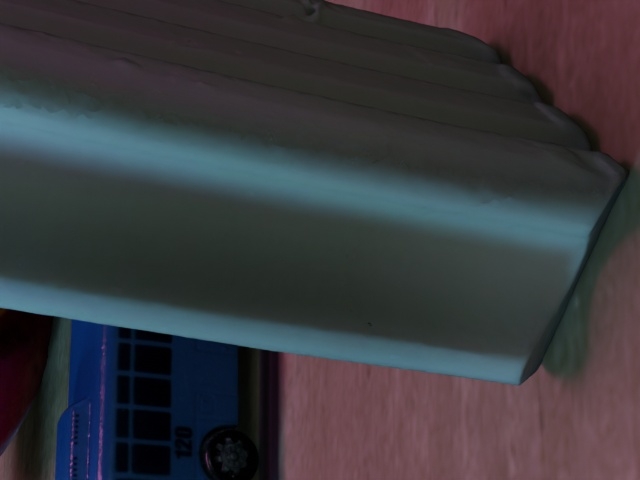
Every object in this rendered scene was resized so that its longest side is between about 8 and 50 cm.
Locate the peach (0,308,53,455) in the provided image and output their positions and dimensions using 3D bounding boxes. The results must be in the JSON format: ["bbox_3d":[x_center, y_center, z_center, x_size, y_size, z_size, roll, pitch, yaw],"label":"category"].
[{"bbox_3d":[-0.414,0.024,1.444,0.353,0.339,0.416,164,117,-67],"label":"peach"}]

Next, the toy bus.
[{"bbox_3d":[-0.097,0.101,0.904,0.090,0.106,0.184,137,137,-55],"label":"toy bus"}]

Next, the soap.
[{"bbox_3d":[-0.049,-0.037,0.570,0.173,0.290,0.095,-123,47,-59],"label":"soap"}]
